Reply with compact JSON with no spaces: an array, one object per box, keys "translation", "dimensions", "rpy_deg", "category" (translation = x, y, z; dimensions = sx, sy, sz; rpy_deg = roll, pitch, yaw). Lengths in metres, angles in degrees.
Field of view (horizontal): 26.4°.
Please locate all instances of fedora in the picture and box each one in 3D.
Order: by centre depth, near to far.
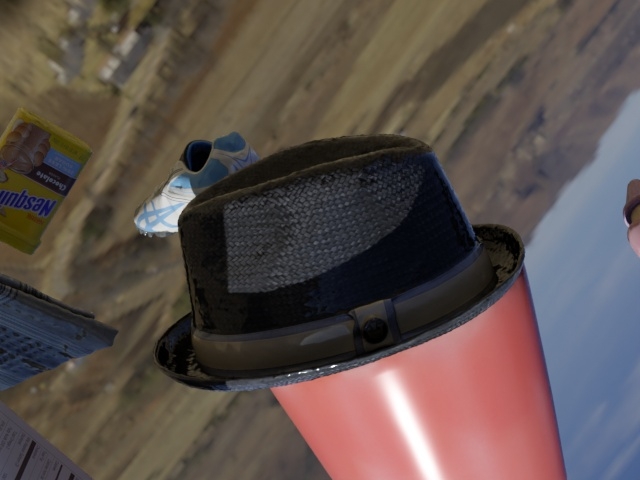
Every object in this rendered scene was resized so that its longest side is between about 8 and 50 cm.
[{"translation":[0.000,0.000,1.167],"dimensions":[0.334,0.152,0.334],"rpy_deg":[-15,-166,4],"category":"fedora"}]

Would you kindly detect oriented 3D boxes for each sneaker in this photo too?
[{"translation":[-0.127,-0.055,1.399],"dimensions":[0.085,0.086,0.237],"rpy_deg":[-16,180,-33],"category":"sneaker"}]

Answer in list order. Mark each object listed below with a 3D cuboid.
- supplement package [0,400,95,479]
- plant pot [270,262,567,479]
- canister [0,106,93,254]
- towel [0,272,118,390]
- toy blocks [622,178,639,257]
[{"translation":[-0.238,0.271,0.924],"dimensions":[0.199,0.263,0.198],"rpy_deg":[-39,-162,23],"category":"supplement package"},{"translation":[0.105,0.160,1.308],"dimensions":[0.275,0.243,0.275],"rpy_deg":[-22,-164,7],"category":"plant pot"},{"translation":[-0.407,-0.083,1.877],"dimensions":[0.170,0.126,0.073],"rpy_deg":[-57,-153,5],"category":"canister"},{"translation":[-0.462,0.088,1.726],"dimensions":[0.312,0.324,0.056],"rpy_deg":[-23,-133,43],"category":"towel"},{"translation":[0.488,-0.102,1.431],"dimensions":[0.288,0.309,0.260],"rpy_deg":[97,-15,-46],"category":"toy blocks"}]
